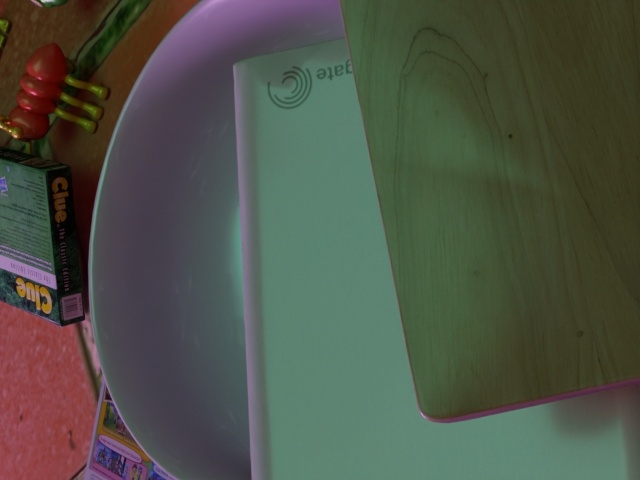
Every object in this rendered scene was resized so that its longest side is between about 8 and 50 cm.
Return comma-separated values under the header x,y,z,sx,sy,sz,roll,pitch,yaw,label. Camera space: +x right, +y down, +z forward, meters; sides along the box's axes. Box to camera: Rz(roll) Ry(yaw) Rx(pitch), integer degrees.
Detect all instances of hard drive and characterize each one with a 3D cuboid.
x,y,z,sx,sy,sz,roll,pitch,yaw,label
0.068,0.057,0.968,0.233,0.047,0.353,-9,77,27,hard drive

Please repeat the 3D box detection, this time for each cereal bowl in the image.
x,y,z,sx,sy,sz,roll,pitch,yaw,label
0.000,0.000,1.177,0.339,0.141,0.339,-11,74,45,cereal bowl

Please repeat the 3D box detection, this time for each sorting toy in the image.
x,y,z,sx,sy,sz,roll,pitch,yaw,label
0.155,-0.060,0.870,0.256,0.089,0.257,-13,77,13,sorting toy

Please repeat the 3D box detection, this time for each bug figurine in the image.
x,y,z,sx,sy,sz,roll,pitch,yaw,label
-0.273,-0.204,1.597,0.279,0.072,0.216,34,108,48,bug figurine

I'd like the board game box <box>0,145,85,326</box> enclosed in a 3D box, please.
x,y,z,sx,sy,sz,roll,pitch,yaw,label
-0.288,-0.018,1.581,0.260,0.030,0.136,17,113,49,board game box

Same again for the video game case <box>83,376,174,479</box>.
x,y,z,sx,sy,sz,roll,pitch,yaw,label
-0.123,0.182,1.362,0.212,0.023,0.193,15,94,59,video game case
